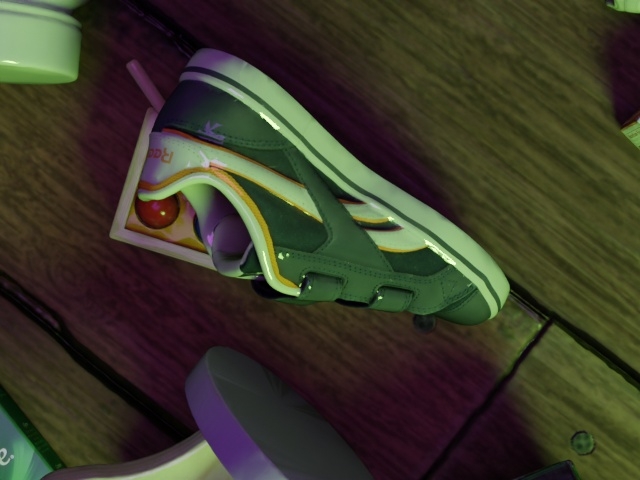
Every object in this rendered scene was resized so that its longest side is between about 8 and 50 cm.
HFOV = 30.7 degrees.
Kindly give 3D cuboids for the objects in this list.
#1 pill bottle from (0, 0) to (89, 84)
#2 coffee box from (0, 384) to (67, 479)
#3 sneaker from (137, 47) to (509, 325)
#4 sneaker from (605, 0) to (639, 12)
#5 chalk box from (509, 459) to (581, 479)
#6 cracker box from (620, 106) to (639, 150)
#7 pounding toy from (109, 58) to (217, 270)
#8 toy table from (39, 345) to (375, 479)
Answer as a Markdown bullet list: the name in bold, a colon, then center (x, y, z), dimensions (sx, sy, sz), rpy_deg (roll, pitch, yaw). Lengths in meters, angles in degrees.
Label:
- **pill bottle**: center (-0.252, -0.273, 0.925), dimensions (0.161, 0.161, 0.283), rpy_deg (3, 90, 3)
- **coffee box**: center (-0.274, 0.211, 0.982), dimensions (0.113, 0.040, 0.184), rpy_deg (-38, 88, 2)
- **sneaker**: center (0.000, 0.000, 0.886), dimensions (0.321, 0.126, 0.127), rpy_deg (36, 75, -23)
- **sneaker**: center (0.274, -0.306, 0.935), dimensions (0.121, 0.099, 0.262), rpy_deg (-1, 81, 20)
- **chalk box**: center (0.154, 0.303, 0.869), dimensions (0.180, 0.289, 0.179), rpy_deg (-22, 121, 4)
- **cracker box**: center (0.382, -0.066, 0.938), dimensions (0.156, 0.067, 0.232), rpy_deg (-44, 88, 0)
- **pounding toy**: center (-0.105, -0.056, 0.946), dimensions (0.130, 0.100, 0.141), rpy_deg (17, 91, 2)
- **toy table**: center (-0.066, 0.201, 0.861), dimensions (0.252, 0.274, 0.161), rpy_deg (39, 95, -7)
